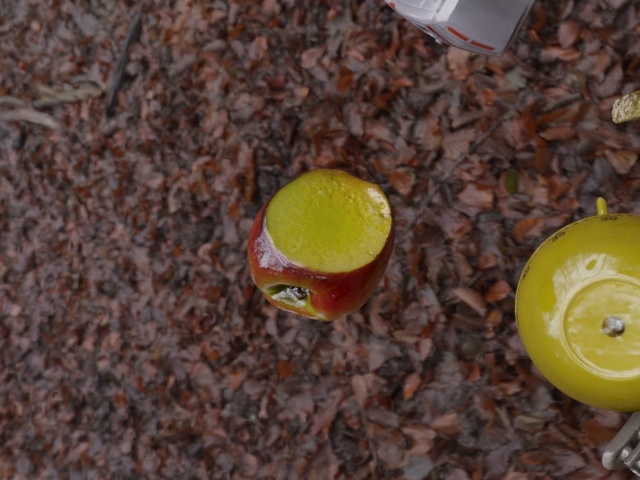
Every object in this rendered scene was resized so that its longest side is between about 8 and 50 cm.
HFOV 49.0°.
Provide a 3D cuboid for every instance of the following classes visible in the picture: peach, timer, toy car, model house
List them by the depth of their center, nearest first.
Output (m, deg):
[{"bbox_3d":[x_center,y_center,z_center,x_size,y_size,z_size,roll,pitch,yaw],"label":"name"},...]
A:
[{"bbox_3d":[0.127,-0.232,0.471,0.210,0.089,0.108,-64,19,20],"label":"toy car"},{"bbox_3d":[0.528,0.114,1.245,0.376,0.387,0.376,3,97,21],"label":"timer"},{"bbox_3d":[0.000,0.000,1.258,0.275,0.248,0.245,-55,16,-26],"label":"peach"},{"bbox_3d":[0.646,0.379,1.258,0.229,0.122,0.188,-43,54,-12],"label":"model house"}]

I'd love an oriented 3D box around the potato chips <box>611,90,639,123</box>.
[{"bbox_3d":[0.711,-0.282,1.212,0.406,0.080,0.057,-15,90,19],"label":"potato chips"}]
